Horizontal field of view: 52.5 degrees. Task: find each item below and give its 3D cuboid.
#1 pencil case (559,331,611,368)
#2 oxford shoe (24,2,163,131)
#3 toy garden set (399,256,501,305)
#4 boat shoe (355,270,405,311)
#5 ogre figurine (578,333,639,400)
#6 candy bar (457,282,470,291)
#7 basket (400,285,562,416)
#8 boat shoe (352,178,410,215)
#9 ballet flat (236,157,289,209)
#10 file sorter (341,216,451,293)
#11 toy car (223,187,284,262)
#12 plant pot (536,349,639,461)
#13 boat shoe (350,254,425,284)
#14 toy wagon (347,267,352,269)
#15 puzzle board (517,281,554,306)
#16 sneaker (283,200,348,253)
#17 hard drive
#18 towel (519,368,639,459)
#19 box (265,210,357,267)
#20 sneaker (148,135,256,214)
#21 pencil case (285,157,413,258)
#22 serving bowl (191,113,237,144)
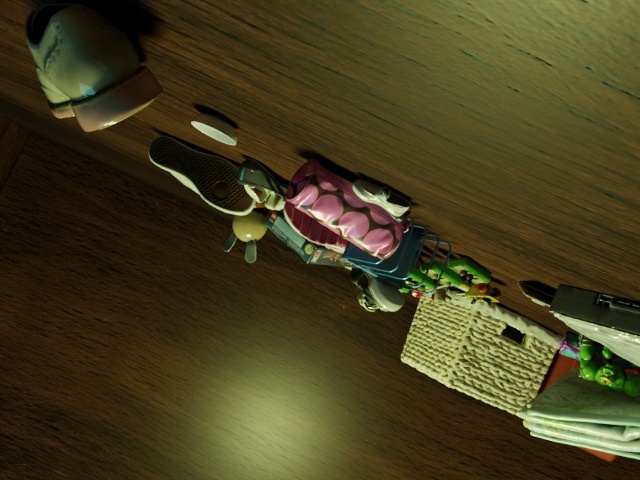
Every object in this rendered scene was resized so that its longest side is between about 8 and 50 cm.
[{"bbox_3d":[0.703,0.294,1.691,0.152,0.064,0.070,21,-171,27],"label":"pencil case"},{"bbox_3d":[-0.321,-0.252,0.877,0.397,0.140,0.146,24,146,57],"label":"oxford shoe"},{"bbox_3d":[0.265,0.109,1.452,0.244,0.049,0.204,-11,152,39],"label":"toy garden set"},{"bbox_3d":[0.116,0.111,1.336,0.078,0.070,0.219,35,-171,-9],"label":"boat shoe"},{"bbox_3d":[0.661,0.276,1.439,0.197,0.118,0.097,22,174,22],"label":"ogre figurine"},{"bbox_3d":[0.369,0.117,1.708,0.161,0.018,0.040,28,174,-21],"label":"candy bar"},{"bbox_3d":[0.462,0.319,1.944,0.328,0.266,0.331,26,176,-19],"label":"basket"},{"bbox_3d":[0.100,-0.074,1.045,0.100,0.035,0.035,30,146,-13],"label":"boat shoe"},{"bbox_3d":[-0.110,-0.107,1.398,0.074,0.074,0.203,20,173,37],"label":"ballet flat"},{"bbox_3d":[0.150,0.019,1.234,0.170,0.118,0.104,29,170,-37],"label":"file sorter"},{"bbox_3d":[-0.160,-0.042,1.596,0.155,0.188,0.149,21,173,31],"label":"toy car"},{"bbox_3d":[0.766,0.428,1.824,0.267,0.267,0.235,23,160,15],"label":"plant pot"},{"bbox_3d":[0.169,0.074,1.651,0.120,0.122,0.324,21,175,-14],"label":"boat shoe"},{"bbox_3d":[0.123,0.073,2.083,0.267,0.068,0.344,24,173,3],"label":"toy wagon"},{"bbox_3d":[0.456,0.124,1.285,0.128,0.011,0.096,24,-166,3],"label":"puzzle board"},{"bbox_3d":[0.026,-0.024,1.425,0.252,0.103,0.111,27,172,-18],"label":"sneaker"},{"bbox_3d":[0.603,0.187,1.155,0.339,0.064,0.237,29,173,-30],"label":"hard drive"},{"bbox_3d":[0.692,0.380,1.474,0.320,0.090,0.374,-14,-171,-43],"label":"towel"},{"bbox_3d":[0.000,0.000,1.561,0.159,0.044,0.233,40,-162,33],"label":"box"},{"bbox_3d":[-0.256,-0.150,1.518,0.290,0.106,0.123,34,-179,16],"label":"sneaker"},{"bbox_3d":[0.048,-0.056,1.091,0.209,0.095,0.098,29,157,-14],"label":"pencil case"},{"bbox_3d":[-0.176,-0.193,1.101,0.083,0.027,0.083,24,174,3],"label":"serving bowl"}]
